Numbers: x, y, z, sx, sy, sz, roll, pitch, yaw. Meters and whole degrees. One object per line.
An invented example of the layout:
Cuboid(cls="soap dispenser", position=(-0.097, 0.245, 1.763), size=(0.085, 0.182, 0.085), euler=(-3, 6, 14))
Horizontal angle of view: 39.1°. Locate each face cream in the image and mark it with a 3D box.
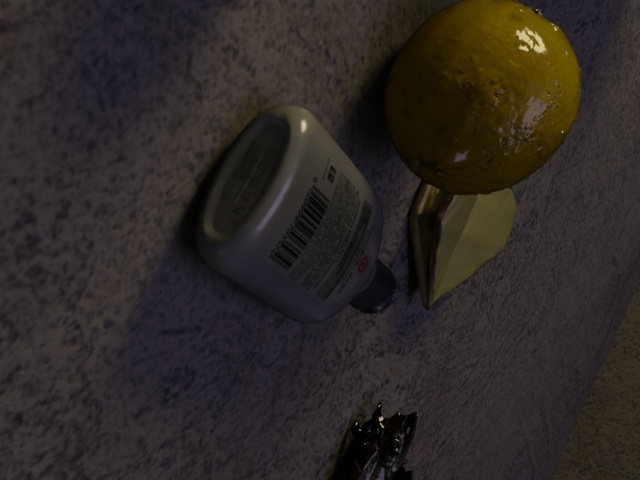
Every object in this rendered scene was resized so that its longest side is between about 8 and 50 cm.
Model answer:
Cuboid(cls="face cream", position=(0.000, 0.000, 0.777), size=(0.144, 0.071, 0.291), euler=(-62, 151, -6))

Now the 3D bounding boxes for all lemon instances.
Cuboid(cls="lemon", position=(0.144, -0.128, 0.822), size=(0.206, 0.173, 0.173), euler=(-49, 148, -32))

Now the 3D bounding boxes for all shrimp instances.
Cuboid(cls="shrimp", position=(0.058, 0.331, 1.132), size=(0.178, 0.075, 0.289), euler=(8, 103, -69))

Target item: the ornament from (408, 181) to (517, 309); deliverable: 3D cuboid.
Cuboid(cls="ornament", position=(0.157, -0.002, 1.070), size=(0.201, 0.059, 0.180), euler=(17, 97, -59))
